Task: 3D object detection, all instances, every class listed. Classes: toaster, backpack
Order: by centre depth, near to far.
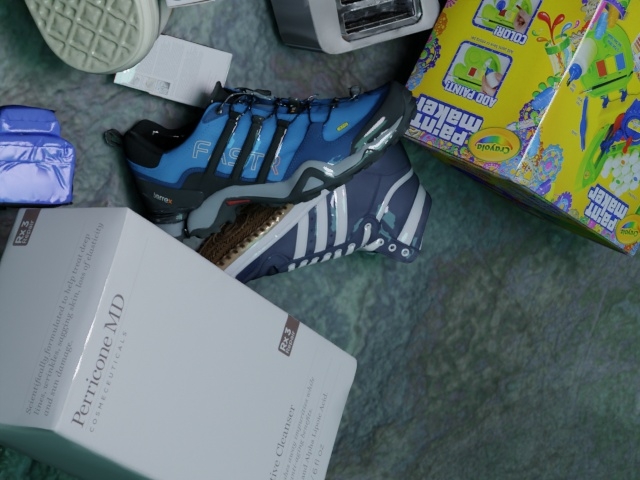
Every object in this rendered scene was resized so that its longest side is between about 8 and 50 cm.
[{"bbox_3d":[-0.288,-0.078,1.422,0.098,0.120,0.101,7,90,-24],"label":"backpack"},{"bbox_3d":[0.026,-0.287,1.525,0.185,0.110,0.168,-17,109,-21],"label":"toaster"}]

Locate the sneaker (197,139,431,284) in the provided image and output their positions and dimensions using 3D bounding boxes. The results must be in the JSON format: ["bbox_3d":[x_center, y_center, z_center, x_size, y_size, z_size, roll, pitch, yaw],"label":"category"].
[{"bbox_3d":[0.000,0.000,1.591,0.282,0.099,0.153,-43,115,-14],"label":"sneaker"}]

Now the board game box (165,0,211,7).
[{"bbox_3d":[-0.137,-0.384,1.378,0.053,0.193,0.305,-10,109,9],"label":"board game box"}]

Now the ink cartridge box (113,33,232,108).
[{"bbox_3d":[-0.152,-0.175,1.513,0.115,0.029,0.063,13,98,-27],"label":"ink cartridge box"}]

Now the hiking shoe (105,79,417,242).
[{"bbox_3d":[-0.056,-0.102,1.478,0.304,0.113,0.132,-22,109,11],"label":"hiking shoe"}]

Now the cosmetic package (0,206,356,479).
[{"bbox_3d":[-0.147,0.139,1.429,0.385,0.156,0.217,35,63,-49],"label":"cosmetic package"}]

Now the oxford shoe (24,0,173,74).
[{"bbox_3d":[-0.247,-0.374,1.369,0.169,0.130,0.449,-12,107,22],"label":"oxford shoe"}]

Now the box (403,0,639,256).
[{"bbox_3d":[0.265,-0.170,1.576,0.290,0.177,0.279,26,90,-52],"label":"box"}]
